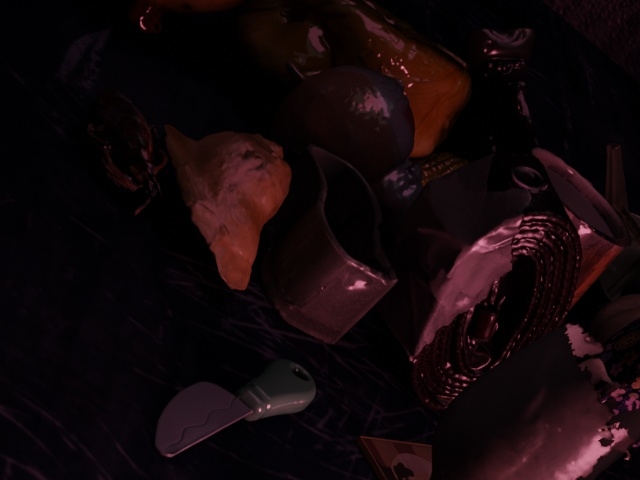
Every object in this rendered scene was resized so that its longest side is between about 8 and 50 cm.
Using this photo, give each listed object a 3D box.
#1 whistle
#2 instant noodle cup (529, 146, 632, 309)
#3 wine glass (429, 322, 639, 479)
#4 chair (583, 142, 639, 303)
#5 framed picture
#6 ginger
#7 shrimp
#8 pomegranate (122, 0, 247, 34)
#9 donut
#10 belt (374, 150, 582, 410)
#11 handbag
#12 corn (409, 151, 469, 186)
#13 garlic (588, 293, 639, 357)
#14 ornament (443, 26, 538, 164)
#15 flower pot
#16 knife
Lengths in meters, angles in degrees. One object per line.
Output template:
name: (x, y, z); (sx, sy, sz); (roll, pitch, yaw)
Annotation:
whistle: (0.068, -0.077, 2.025); (0.347, 0.189, 0.189); (56, 21, -6)
instant noodle cup: (0.259, 0.012, 2.133); (0.217, 0.207, 0.217); (37, 22, -18)
wine glass: (0.118, 0.201, 1.407); (0.143, 0.321, 0.143); (42, 23, -22)
chair: (0.445, -0.001, 2.515); (0.203, 0.191, 0.274); (59, -2, 33)
framed picture: (0.124, 0.279, 1.677); (0.136, 0.010, 0.201); (14, 36, -49)
ginger: (-0.080, -0.034, 1.744); (0.115, 0.123, 0.193); (89, -15, -61)
shrimp: (-0.197, -0.092, 1.734); (0.075, 0.073, 0.190); (-21, 44, -18)
pomegranate: (-0.162, -0.415, 2.083); (0.307, 0.307, 0.307); (36, 23, -18)
donut: (0.034, -0.246, 2.244); (0.360, 0.170, 0.360); (32, 11, -7)
belt: (0.167, 0.037, 1.831); (0.184, 0.289, 0.164); (4, 39, -22)
handbag: (0.418, 0.163, 2.095); (0.126, 0.229, 0.208); (59, 24, -12)
corn: (0.132, -0.067, 2.229); (0.086, 0.086, 0.288); (48, 25, 13)
garlic: (0.494, 0.141, 2.294); (0.219, 0.212, 0.218); (30, 30, -19)
ornament: (0.249, -0.138, 2.358); (0.106, 0.251, 0.260); (-8, 69, -19)
flower pot: (0.000, 0.000, 1.846); (0.103, 0.108, 0.229); (32, 23, -24)
knife: (-0.085, 0.148, 1.539); (0.063, 0.034, 0.260); (46, 25, 18)
